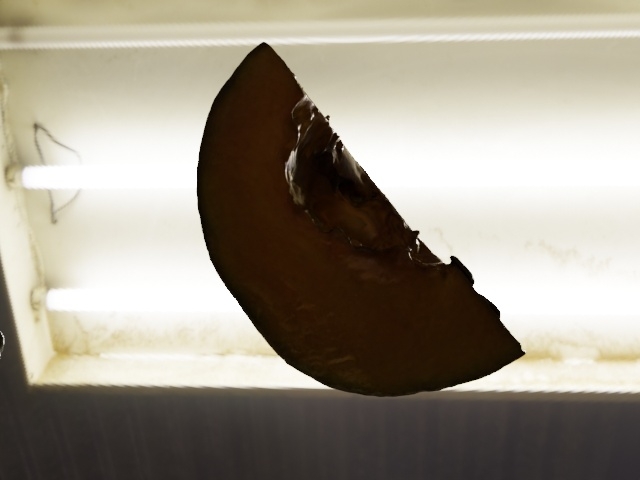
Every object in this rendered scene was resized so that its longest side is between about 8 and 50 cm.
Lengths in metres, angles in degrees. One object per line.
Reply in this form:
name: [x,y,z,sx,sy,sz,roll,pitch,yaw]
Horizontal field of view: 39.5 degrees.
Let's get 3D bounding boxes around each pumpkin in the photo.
pumpkin: [0.000,0.000,0.680,0.148,0.169,0.312,-39,-69,0]

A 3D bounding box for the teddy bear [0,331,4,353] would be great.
teddy bear: [-0.561,0.139,0.868,0.357,0.224,0.367,-34,-58,15]
